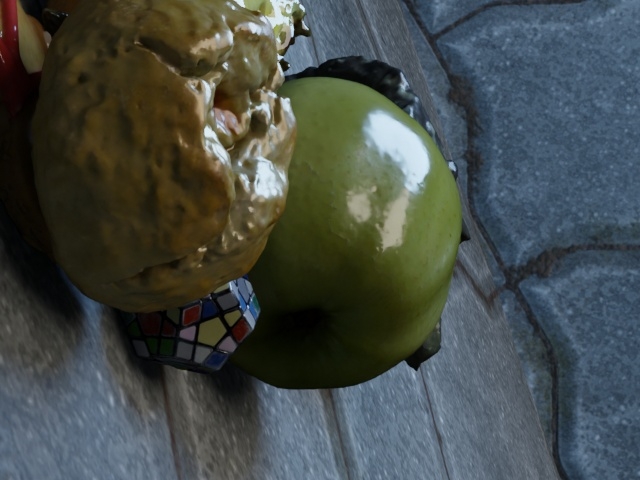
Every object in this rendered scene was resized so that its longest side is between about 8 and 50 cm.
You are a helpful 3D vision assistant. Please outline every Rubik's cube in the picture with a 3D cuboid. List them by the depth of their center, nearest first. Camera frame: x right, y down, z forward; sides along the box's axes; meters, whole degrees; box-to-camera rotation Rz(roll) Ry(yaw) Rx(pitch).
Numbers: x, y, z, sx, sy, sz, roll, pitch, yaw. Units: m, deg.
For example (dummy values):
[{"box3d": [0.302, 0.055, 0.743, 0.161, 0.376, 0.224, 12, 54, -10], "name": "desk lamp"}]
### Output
[{"box3d": [-0.101, 0.052, 1.338, 0.111, 0.093, 0.111, -22, 90, -79], "name": "Rubik's cube"}]

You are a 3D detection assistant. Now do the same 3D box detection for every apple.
[{"box3d": [0.000, 0.000, 1.517, 0.279, 0.279, 0.279, -20, 90, -77], "name": "apple"}]

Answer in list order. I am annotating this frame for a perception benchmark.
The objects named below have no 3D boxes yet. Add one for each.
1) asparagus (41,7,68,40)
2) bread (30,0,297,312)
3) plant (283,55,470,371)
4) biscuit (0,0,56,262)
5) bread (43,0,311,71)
[{"box3d": [-0.160, -0.086, 1.283, 0.027, 0.034, 0.236, 47, -20, 40], "name": "asparagus"}, {"box3d": [-0.099, -0.067, 1.213, 0.244, 0.134, 0.244, -1, 90, -66], "name": "bread"}, {"box3d": [0.048, -0.019, 1.792, 0.215, 0.213, 0.312, -98, 163, -51], "name": "plant"}, {"box3d": [-0.228, -0.149, 1.221, 0.216, 0.047, 0.339, -20, 90, -76], "name": "biscuit"}, {"box3d": [-0.131, -0.168, 1.410, 0.204, 0.163, 0.262, 63, 36, -33], "name": "bread"}]
